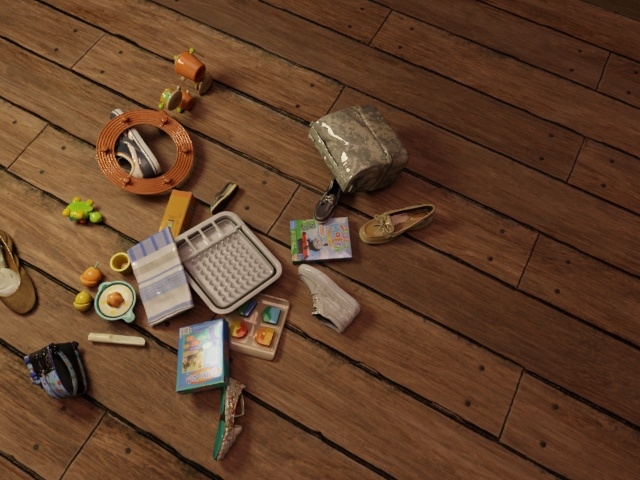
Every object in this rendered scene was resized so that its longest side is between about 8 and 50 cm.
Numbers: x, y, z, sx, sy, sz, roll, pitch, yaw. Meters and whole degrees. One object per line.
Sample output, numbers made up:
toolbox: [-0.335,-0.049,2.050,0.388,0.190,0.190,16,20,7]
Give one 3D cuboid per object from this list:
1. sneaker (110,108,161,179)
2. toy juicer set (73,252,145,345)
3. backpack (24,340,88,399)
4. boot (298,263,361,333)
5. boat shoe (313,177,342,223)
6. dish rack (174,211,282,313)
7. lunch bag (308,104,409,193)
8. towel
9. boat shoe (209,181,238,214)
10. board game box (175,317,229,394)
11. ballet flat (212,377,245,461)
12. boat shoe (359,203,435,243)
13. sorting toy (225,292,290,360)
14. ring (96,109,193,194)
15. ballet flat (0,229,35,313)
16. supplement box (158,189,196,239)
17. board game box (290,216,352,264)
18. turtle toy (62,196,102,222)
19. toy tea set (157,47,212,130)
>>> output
sneaker: [-0.738,-0.360,1.783,0.127,0.126,0.321,-32,73,-19]
toy juicer set: [-0.713,0.211,1.562,0.209,0.089,0.329,-14,69,-7]
backpack: [-0.801,0.409,1.448,0.116,0.158,0.173,-27,82,-3]
boot: [0.003,0.195,1.577,0.258,0.095,0.123,36,64,12]
boat shoe: [0.028,-0.152,1.723,0.075,0.065,0.206,20,56,14]
dish rack: [-0.327,0.080,1.609,0.285,0.072,0.333,-35,69,-28]
lunch bag: [0.124,-0.328,1.711,0.256,0.212,0.305,-17,68,-31]
towel: [-0.530,0.122,1.551,0.209,0.034,0.285,-24,80,25]
boat shoe: [-0.365,-0.157,1.747,0.049,0.056,0.152,29,60,16]
board game box: [-0.370,0.364,1.489,0.160,0.047,0.210,-13,56,8]
ballet flat: [-0.272,0.543,1.437,0.077,0.091,0.241,12,69,-20]
boat shoe: [0.275,-0.069,1.698,0.285,0.089,0.105,-20,69,-9]
sorting toy: [-0.220,0.275,1.571,0.193,0.038,0.208,14,68,5]
ring: [-0.637,-0.329,1.721,0.336,0.032,0.337,5,73,-16]
ballet flat: [-1.071,0.090,1.588,0.116,0.124,0.342,-27,70,-11]
supplement box: [-0.518,-0.061,1.688,0.078,0.080,0.233,10,66,4]
board game box: [0.000,0.000,1.692,0.211,0.039,0.160,-4,67,-4]
turtle toy: [-0.855,-0.099,1.702,0.130,0.066,0.095,12,44,1]
toy tea set: [-0.570,-0.591,1.849,0.124,0.200,0.336,34,76,4]
